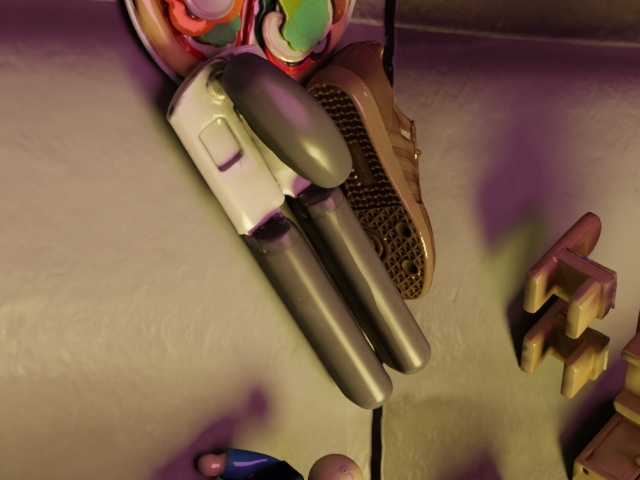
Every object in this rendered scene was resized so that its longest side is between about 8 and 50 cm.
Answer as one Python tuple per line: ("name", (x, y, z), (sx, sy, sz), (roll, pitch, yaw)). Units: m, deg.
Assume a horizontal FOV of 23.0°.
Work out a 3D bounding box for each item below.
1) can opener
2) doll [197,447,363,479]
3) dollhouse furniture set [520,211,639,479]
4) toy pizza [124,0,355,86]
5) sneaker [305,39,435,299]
("can opener", (0.000, 0.000, 1.007), (0.076, 0.095, 0.283), (-40, 121, -16))
("doll", (-0.048, 0.196, 1.002), (0.189, 0.046, 0.129), (-31, 83, -30))
("dollhouse furniture set", (0.287, 0.098, 1.222), (0.161, 0.212, 0.242), (-42, 148, -29))
("toy pizza", (-0.042, -0.184, 0.992), (0.201, 0.032, 0.201), (-7, 100, -42))
("sneaker", (0.049, -0.048, 1.070), (0.071, 0.066, 0.188), (-51, 134, -40))
